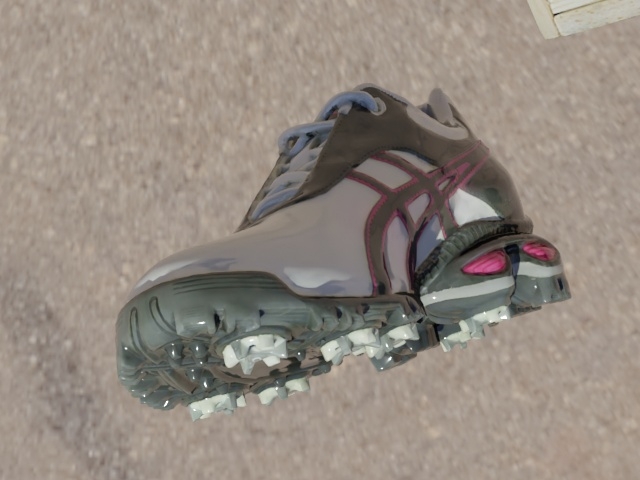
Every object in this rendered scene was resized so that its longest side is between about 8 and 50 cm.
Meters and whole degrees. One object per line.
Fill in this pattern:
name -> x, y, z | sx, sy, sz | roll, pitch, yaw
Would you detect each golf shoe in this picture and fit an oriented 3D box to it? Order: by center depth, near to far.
golf shoe -> 0.000, 0.000, 0.630 | 0.105, 0.273, 0.120 | -25, 81, 31

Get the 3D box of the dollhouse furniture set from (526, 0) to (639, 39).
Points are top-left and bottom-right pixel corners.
dollhouse furniture set -> 0.168, -0.167, 0.438 | 0.161, 0.242, 0.212 | -10, 114, 44
